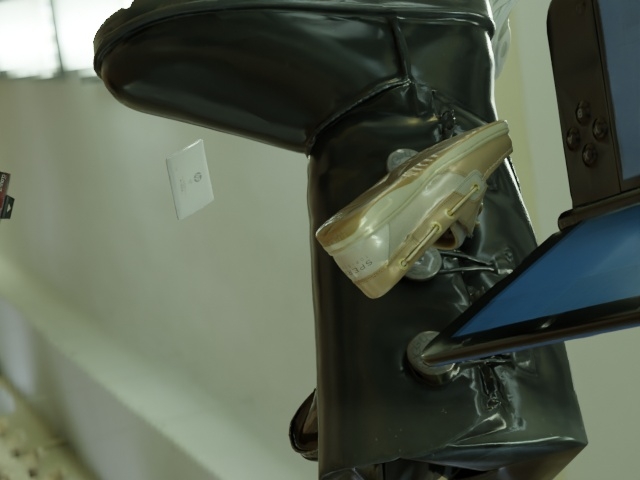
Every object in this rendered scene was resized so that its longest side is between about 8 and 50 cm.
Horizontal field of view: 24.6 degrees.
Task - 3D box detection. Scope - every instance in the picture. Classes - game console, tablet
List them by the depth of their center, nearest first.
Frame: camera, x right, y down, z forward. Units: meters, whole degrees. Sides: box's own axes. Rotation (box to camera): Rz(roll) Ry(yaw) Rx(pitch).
[{"bbox_3d":[0.180,-0.070,0.852,0.293,0.173,0.250,-21,-106,61],"label":"game console"},{"bbox_3d":[-0.146,-0.068,1.649,0.006,0.054,0.083,26,-43,39],"label":"tablet"}]

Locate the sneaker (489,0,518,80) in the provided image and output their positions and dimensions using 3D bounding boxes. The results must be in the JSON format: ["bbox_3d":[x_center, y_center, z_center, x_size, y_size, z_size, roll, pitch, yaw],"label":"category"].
[{"bbox_3d":[0.140,-0.244,1.422,0.090,0.115,0.232,36,-51,38],"label":"sneaker"}]

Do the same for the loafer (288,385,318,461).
[{"bbox_3d":[0.023,0.156,1.509,0.220,0.078,0.080,-47,-139,40],"label":"loafer"}]

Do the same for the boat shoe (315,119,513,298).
[{"bbox_3d":[0.067,-0.019,0.896,0.063,0.170,0.059,-20,-78,51],"label":"boat shoe"}]

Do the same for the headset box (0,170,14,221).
[{"bbox_3d":[-0.336,-0.040,1.406,0.032,0.083,0.062,148,-47,-75],"label":"headset box"}]

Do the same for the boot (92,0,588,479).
[{"bbox_3d":[0.002,0.000,1.228,0.146,0.367,0.445,91,-7,-68],"label":"boot"}]
